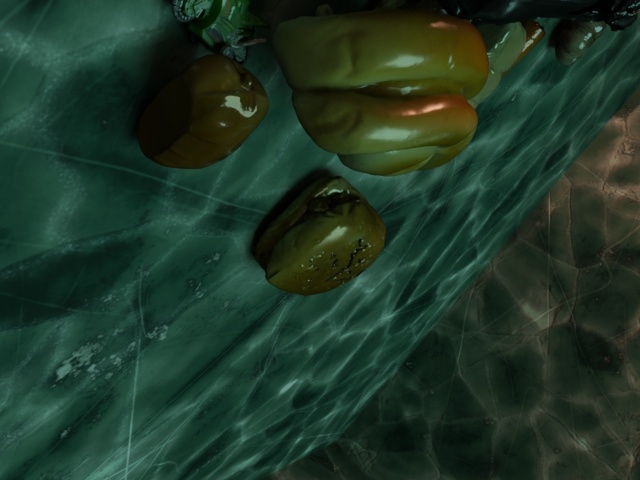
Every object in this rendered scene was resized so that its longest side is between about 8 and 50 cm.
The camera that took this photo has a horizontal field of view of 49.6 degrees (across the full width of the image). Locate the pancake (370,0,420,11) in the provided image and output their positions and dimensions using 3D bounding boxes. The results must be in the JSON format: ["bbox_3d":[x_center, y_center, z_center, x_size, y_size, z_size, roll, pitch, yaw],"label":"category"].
[{"bbox_3d":[0.122,-0.369,1.333,0.250,0.031,0.250,-38,157,-19],"label":"pancake"}]

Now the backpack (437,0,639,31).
[{"bbox_3d":[0.350,-0.496,1.140,0.445,0.363,0.255,-15,154,-23],"label":"backpack"}]

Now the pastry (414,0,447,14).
[{"bbox_3d":[0.260,-0.451,1.306,0.265,0.112,0.103,-45,128,-25],"label":"pastry"}]

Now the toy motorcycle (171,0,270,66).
[{"bbox_3d":[-0.135,-0.312,0.957,0.106,0.074,0.190,-55,157,0],"label":"toy motorcycle"}]

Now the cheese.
[{"bbox_3d":[0.366,-0.406,1.612,0.159,0.093,0.263,-1,132,-55],"label":"cheese"}]

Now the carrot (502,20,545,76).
[{"bbox_3d":[0.476,-0.463,1.734,0.205,0.072,0.072,-52,156,21],"label":"carrot"}]

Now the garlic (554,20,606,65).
[{"bbox_3d":[0.712,-0.570,1.915,0.147,0.102,0.159,-42,173,-46],"label":"garlic"}]

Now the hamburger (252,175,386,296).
[{"bbox_3d":[0.000,0.004,1.587,0.284,0.174,0.304,-38,152,13],"label":"hamburger"}]

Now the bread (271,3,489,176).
[{"bbox_3d":[0.084,-0.228,1.086,0.424,0.329,0.245,-12,114,-71],"label":"bread"}]

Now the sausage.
[{"bbox_3d":[-0.168,-0.176,0.989,0.136,0.120,0.241,-8,169,-34],"label":"sausage"}]
